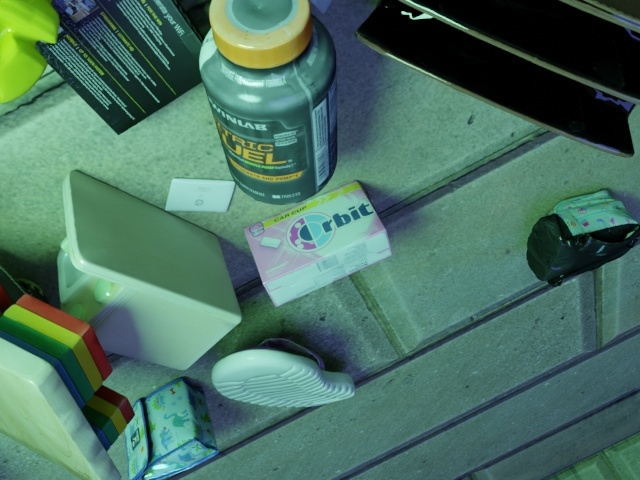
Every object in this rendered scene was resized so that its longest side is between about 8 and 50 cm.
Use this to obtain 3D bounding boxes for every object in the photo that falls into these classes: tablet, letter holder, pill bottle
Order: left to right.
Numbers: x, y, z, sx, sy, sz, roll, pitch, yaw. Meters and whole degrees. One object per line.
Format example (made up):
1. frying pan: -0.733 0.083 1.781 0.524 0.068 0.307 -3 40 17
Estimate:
1. tablet: -0.156 -0.057 0.835 0.083 0.006 0.054 1 134 -27
2. pill bottle: -0.048 -0.146 0.652 0.131 0.130 0.245 -20 156 -7
3. letter holder: 0.190 -0.194 0.594 0.302 0.214 0.152 25 130 3

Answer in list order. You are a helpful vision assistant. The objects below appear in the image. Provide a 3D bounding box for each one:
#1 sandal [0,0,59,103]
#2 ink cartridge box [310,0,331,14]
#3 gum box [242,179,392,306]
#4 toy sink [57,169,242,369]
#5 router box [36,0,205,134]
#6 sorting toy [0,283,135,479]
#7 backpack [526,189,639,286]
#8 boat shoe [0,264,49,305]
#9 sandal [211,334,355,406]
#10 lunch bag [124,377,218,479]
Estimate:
1. sandal: -0.224 -0.266 0.481 0.317 0.138 0.126 -54 152 2
2. ink cartridge box: -0.026 -0.330 0.531 0.189 0.066 0.232 -61 155 3
3. gum box: 0.000 0.000 0.898 0.189 0.107 0.062 -24 140 -2
4. toy sink: -0.237 0.047 0.794 0.131 0.152 0.234 -42 138 19
5. router box: -0.199 -0.202 0.624 0.133 0.046 0.179 -30 140 5
6. sorting toy: -0.339 0.141 0.720 0.089 0.256 0.257 -56 156 -36
7. backpack: 0.457 -0.012 1.116 0.182 0.115 0.152 -16 151 -12
8. boat shoe: -0.389 0.092 0.834 0.081 0.068 0.227 11 138 19
9. sandal: -0.065 0.221 1.123 0.170 0.102 0.416 -17 155 13
10. lunch bag: -0.268 0.329 1.103 0.151 0.128 0.096 -30 139 8
